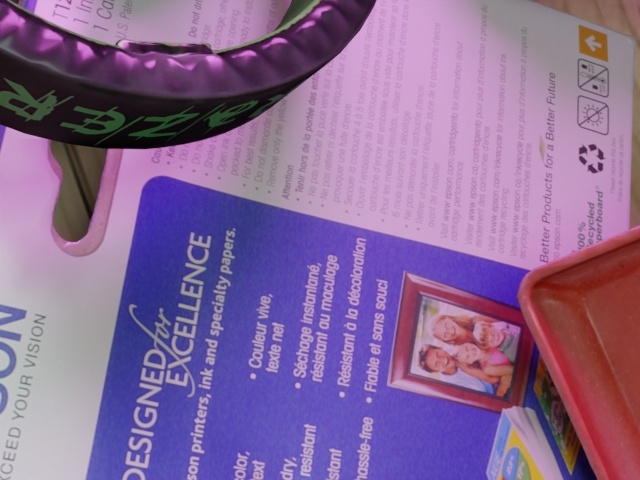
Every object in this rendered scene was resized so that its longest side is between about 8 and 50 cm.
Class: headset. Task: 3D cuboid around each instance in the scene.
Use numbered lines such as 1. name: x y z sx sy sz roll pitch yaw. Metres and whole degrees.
1. headset: -0.113 -0.219 0.456 0.243 0.185 0.394 -4 77 -35

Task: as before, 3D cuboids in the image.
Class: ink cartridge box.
1. ink cartridge box: 0.000 0.000 0.518 0.307 0.072 0.303 14 69 -17

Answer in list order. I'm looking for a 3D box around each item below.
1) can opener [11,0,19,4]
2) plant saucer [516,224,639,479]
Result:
1. can opener: -0.151 -0.036 0.466 0.093 0.074 0.280 8 75 -21
2. plant saucer: 0.251 0.081 0.479 0.259 0.048 0.259 -24 93 14
